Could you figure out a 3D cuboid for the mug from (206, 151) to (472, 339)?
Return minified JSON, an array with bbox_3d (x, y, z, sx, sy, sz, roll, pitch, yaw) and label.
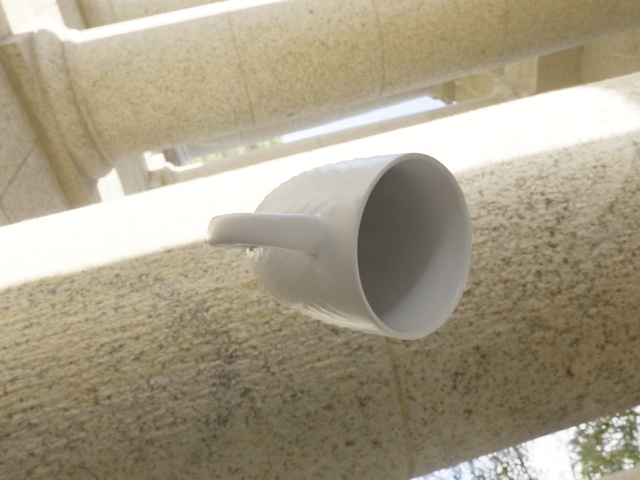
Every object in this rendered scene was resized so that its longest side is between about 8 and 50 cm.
[{"bbox_3d":[0.000,0.000,0.854,0.328,0.374,0.275,2,-93,48],"label":"mug"}]
